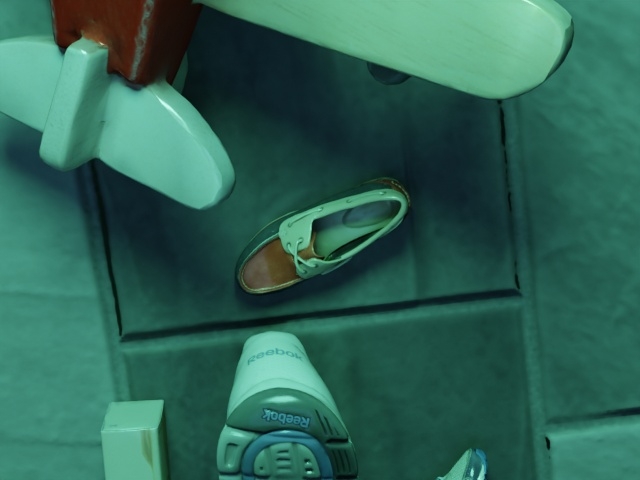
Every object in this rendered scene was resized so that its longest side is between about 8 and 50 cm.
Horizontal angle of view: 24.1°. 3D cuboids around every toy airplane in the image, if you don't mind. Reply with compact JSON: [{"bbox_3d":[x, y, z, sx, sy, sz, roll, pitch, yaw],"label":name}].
[{"bbox_3d":[-0.079,-0.217,0.888,0.384,0.272,0.386,-15,118,42],"label":"toy airplane"}]

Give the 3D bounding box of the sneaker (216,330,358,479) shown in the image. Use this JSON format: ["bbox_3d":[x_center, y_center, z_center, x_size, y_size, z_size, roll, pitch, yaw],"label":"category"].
[{"bbox_3d":[-0.010,0.194,1.048,0.111,0.129,0.297,-3,123,-1],"label":"sneaker"}]

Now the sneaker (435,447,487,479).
[{"bbox_3d":[0.071,0.201,1.076,0.058,0.052,0.135,31,102,-3],"label":"sneaker"}]

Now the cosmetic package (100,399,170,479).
[{"bbox_3d":[-0.128,0.177,1.065,0.041,0.060,0.115,-3,106,0],"label":"cosmetic package"}]

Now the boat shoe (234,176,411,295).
[{"bbox_3d":[0.000,0.000,1.028,0.137,0.043,0.049,-28,104,8],"label":"boat shoe"}]
